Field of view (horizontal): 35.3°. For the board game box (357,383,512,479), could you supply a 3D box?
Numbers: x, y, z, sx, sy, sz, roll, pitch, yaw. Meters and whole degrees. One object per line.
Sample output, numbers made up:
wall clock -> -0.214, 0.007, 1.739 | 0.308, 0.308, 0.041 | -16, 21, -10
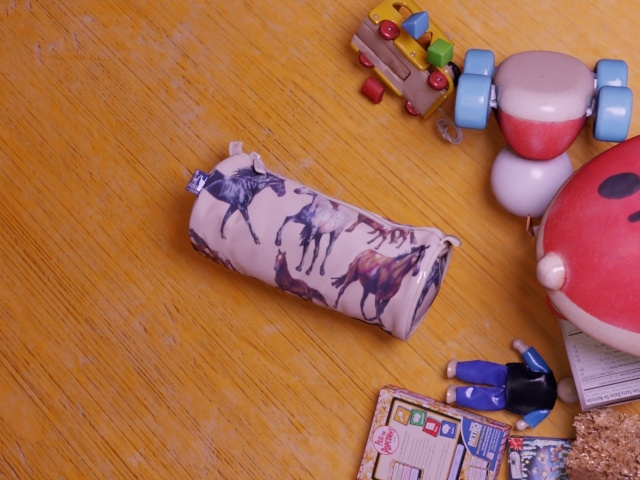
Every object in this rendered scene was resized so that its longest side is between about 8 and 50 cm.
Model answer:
board game box -> 0.164, 0.309, 1.465 | 0.194, 0.045, 0.146 | 17, 95, 22

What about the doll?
doll -> 0.275, 0.202, 1.423 | 0.189, 0.046, 0.129 | 3, 90, 23

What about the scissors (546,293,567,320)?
scissors -> 0.418, 0.087, 1.234 | 0.297, 0.021, 0.109 | 22, 93, 20

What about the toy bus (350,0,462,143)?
toy bus -> 0.144, -0.266, 1.459 | 0.191, 0.202, 0.104 | 24, 57, 40

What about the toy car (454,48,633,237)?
toy car -> 0.294, -0.124, 1.380 | 0.219, 0.210, 0.237 | 7, 119, 9

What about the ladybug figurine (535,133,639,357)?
ladybug figurine -> 0.466, -0.018, 1.184 | 0.450, 0.162, 0.305 | -17, 65, -15

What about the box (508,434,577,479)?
box -> 0.312, 0.345, 1.412 | 0.094, 0.027, 0.136 | -1, 88, 23

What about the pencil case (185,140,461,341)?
pencil case -> 0.000, 0.000, 1.483 | 0.411, 0.160, 0.183 | 22, 111, 22

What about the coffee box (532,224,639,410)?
coffee box -> 0.368, 0.091, 1.338 | 0.098, 0.141, 0.246 | -16, 83, 19

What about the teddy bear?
teddy bear -> 0.484, 0.295, 1.264 | 0.338, 0.113, 0.245 | -18, 114, 49
